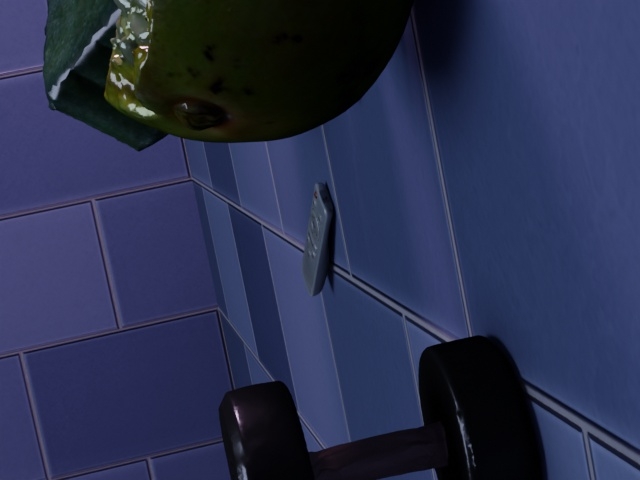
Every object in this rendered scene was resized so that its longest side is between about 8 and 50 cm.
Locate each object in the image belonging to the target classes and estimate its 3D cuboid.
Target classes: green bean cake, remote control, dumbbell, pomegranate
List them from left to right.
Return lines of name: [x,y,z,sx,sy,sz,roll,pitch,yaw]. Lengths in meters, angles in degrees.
green bean cake: [-0.171,-0.296,1.653,0.308,0.169,0.300,-43,34,34]
pomegranate: [-0.026,-0.234,1.087,0.310,0.216,0.359,113,175,-66]
remote control: [0.000,0.000,1.766,0.184,0.027,0.050,99,156,-55]
dumbbell: [0.041,0.166,1.099,0.152,0.218,0.153,168,90,-82]
